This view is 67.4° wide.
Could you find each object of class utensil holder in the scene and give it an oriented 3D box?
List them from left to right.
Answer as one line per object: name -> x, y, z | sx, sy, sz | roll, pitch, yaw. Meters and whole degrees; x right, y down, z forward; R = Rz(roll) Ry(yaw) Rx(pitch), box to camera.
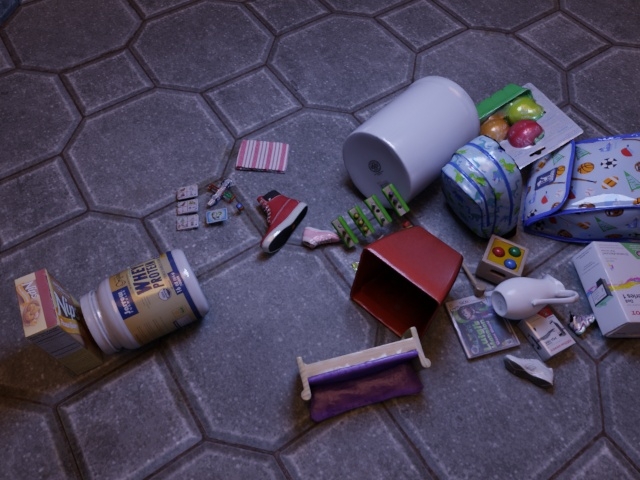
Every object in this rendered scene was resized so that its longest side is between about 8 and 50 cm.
utensil holder -> 0.311, -0.343, 1.683 | 0.327, 0.328, 0.385 | 40, 62, 21

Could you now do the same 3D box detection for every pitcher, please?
pitcher -> 0.643, 0.171, 1.444 | 0.206, 0.177, 0.126 | -11, 97, -12

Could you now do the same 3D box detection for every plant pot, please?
plant pot -> 0.281, 0.113, 1.478 | 0.267, 0.267, 0.235 | 37, 55, 20

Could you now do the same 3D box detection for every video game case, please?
video game case -> 0.505, 0.262, 1.508 | 0.173, 0.022, 0.191 | -13, 60, -7

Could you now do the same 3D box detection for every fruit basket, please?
fruit basket -> 0.727, -0.408, 1.793 | 0.326, 0.165, 0.353 | -32, 53, 13

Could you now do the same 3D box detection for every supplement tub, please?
supplement tub -> -0.521, 0.185, 1.443 | 0.316, 0.228, 0.228 | -25, 62, -14

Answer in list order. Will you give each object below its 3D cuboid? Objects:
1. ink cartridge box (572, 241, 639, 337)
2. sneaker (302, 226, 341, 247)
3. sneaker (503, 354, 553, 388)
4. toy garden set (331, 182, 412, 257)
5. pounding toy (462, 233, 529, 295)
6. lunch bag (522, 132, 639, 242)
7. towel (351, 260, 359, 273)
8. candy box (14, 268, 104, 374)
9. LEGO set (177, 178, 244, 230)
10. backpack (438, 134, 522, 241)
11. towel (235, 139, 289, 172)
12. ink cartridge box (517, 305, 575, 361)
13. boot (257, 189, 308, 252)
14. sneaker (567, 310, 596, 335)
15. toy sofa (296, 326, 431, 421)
ink cartridge box -> 0.951, 0.152, 1.498 | 0.201, 0.117, 0.278 | 2, 58, -12
sneaker -> 0.000, 0.000, 1.656 | 0.134, 0.051, 0.070 | 12, 61, 12
sneaker -> 0.618, 0.378, 1.425 | 0.152, 0.054, 0.061 | 28, 53, 9
toy garden set -> 0.188, -0.038, 1.592 | 0.244, 0.049, 0.204 | -33, 98, 16
pounding toy -> 0.556, 0.082, 1.561 | 0.180, 0.094, 0.206 | 25, 54, 15
lunch bag -> 0.906, -0.174, 1.638 | 0.385, 0.239, 0.328 | -1, 55, 36
towel -> 0.153, 0.089, 1.623 | 0.083, 0.009, 0.060 | -18, 61, -10
candy box -> -0.731, 0.239, 1.359 | 0.087, 0.317, 0.183 | -24, 61, -14
LEGO set -> -0.398, -0.130, 1.751 | 0.244, 0.060, 0.183 | -12, 62, 4
backpack -> 0.530, -0.175, 1.581 | 0.273, 0.356, 0.290 | -23, 62, -12
towel -> -0.223, -0.327, 1.871 | 0.196, 0.029, 0.144 | 6, 59, 1
ink cartridge box -> 0.692, 0.286, 1.472 | 0.099, 0.056, 0.135 | -23, 61, -13
boot -> -0.179, -0.073, 1.683 | 0.176, 0.088, 0.244 | 26, 54, 16
sneaker -> 0.816, 0.244, 1.508 | 0.098, 0.038, 0.069 | -37, 66, -20
toy sofa -> 0.119, 0.378, 1.346 | 0.362, 0.150, 0.177 | -13, 69, -6
